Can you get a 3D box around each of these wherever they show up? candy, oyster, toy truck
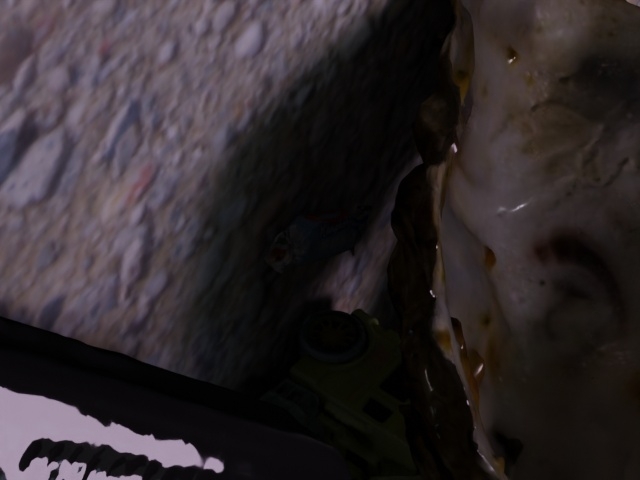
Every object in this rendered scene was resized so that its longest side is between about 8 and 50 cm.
[{"bbox_3d":[-0.001,0.000,0.867,0.083,0.020,0.030,-20,131,-54],"label":"candy"},{"bbox_3d":[0.087,0.025,0.851,0.204,0.111,0.396,26,59,-38],"label":"oyster"},{"bbox_3d":[-0.002,0.125,0.876,0.191,0.116,0.085,-40,148,-38],"label":"toy truck"}]

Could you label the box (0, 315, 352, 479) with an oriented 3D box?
[{"bbox_3d":[-0.133,0.175,0.678,0.289,0.073,0.290,24,93,-49],"label":"box"}]
